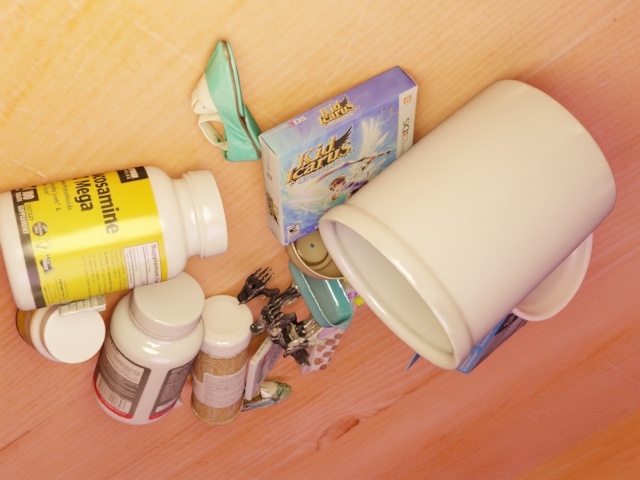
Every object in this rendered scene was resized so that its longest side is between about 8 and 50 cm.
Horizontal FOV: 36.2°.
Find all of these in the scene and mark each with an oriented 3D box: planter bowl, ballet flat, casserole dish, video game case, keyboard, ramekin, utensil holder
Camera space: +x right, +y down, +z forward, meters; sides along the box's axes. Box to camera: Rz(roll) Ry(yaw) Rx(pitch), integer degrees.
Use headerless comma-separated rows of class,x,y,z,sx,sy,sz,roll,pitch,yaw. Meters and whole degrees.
planter bowl,0.000,0.000,1.791,0.162,0.162,0.109,-4,170,-25
ballet flat,-0.158,0.358,2.274,0.188,0.070,0.070,-17,147,-14
casserole dish,-0.003,0.090,1.883,0.037,0.188,0.114,-28,176,30
video game case,-0.115,0.251,2.100,0.143,0.019,0.157,-54,165,-36
keyboard,-0.397,0.079,1.609,0.072,0.256,0.014,-6,104,-14
ballet flat,-0.148,-0.197,1.476,0.087,0.083,0.247,-13,146,2
ramekin,0.395,0.010,1.924,0.277,0.135,0.277,-9,105,-37
video game case,0.033,-0.135,1.625,0.270,0.061,0.244,-29,149,-18
utensil holder,0.246,-0.032,1.626,0.385,0.327,0.327,-40,149,-14

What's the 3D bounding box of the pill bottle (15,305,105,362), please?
pill bottle,-0.440,0.142,1.658,0.119,0.119,0.208,-2,-175,-28

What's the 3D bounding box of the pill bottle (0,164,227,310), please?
pill bottle,-0.324,-0.014,1.533,0.334,0.187,0.188,-12,146,-16

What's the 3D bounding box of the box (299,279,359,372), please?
box,0.016,0.173,2.106,0.063,0.067,0.324,-6,144,-24

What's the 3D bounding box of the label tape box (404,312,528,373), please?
label tape box,0.361,0.166,2.129,0.348,0.115,0.249,-35,159,-37

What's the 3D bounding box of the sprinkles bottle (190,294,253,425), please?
sprinkles bottle,-0.210,0.258,2.042,0.121,0.121,0.355,-11,145,-16

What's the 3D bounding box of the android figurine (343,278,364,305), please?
android figurine,0.177,0.039,1.945,0.273,0.056,0.248,-25,121,-4

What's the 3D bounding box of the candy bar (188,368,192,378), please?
candy bar,-0.291,0.255,2.088,0.040,0.018,0.161,-14,147,-13

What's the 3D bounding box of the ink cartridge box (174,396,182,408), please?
ink cartridge box,-0.379,0.315,2.081,0.104,0.060,0.180,-24,147,4

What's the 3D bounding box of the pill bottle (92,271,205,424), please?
pill bottle,-0.319,0.197,1.845,0.176,0.176,0.318,-3,142,-27

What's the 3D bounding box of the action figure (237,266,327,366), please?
action figure,-0.055,0.152,1.934,0.141,0.164,0.275,-31,154,6
